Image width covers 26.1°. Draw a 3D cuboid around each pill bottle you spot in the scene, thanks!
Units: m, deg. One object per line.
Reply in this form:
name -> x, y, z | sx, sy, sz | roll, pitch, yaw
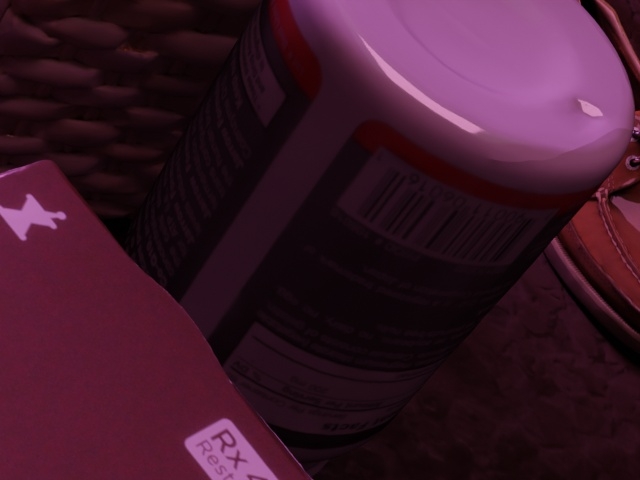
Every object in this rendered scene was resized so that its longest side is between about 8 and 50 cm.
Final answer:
pill bottle -> 0.000, 0.000, 0.640 | 0.161, 0.283, 0.161 | 20, 41, -19

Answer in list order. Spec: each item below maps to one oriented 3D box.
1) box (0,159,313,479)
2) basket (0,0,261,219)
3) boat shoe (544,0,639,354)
box -> -0.143, 0.112, 0.488 | 0.168, 0.203, 0.167 | 49, 41, 15
basket -> -0.058, -0.193, 0.764 | 0.331, 0.328, 0.266 | 2, 55, -37
boat shoe -> 0.212, -0.056, 0.995 | 0.111, 0.104, 0.307 | 3, 50, -35
